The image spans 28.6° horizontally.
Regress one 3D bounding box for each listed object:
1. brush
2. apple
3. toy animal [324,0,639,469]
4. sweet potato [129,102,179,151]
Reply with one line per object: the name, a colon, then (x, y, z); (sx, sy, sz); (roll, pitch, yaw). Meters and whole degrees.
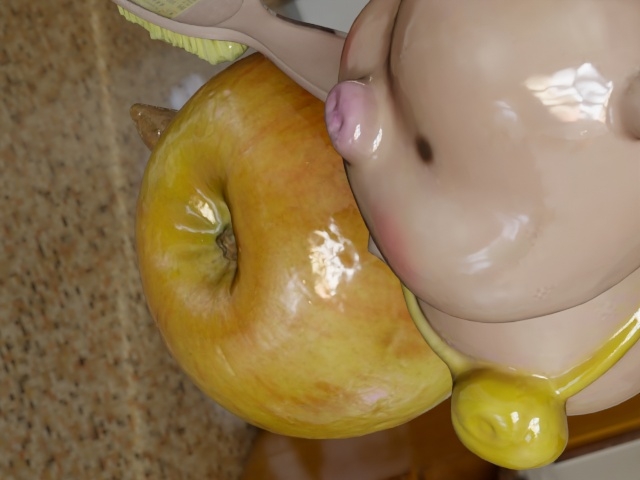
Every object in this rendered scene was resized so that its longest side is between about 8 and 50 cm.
brush: (-0.050, -0.139, 0.863); (0.313, 0.072, 0.067); (31, -23, 41)
apple: (0.000, 0.000, 0.893); (0.233, 0.286, 0.286); (8, 59, -43)
toy animal: (0.085, -0.015, 0.480); (0.248, 0.149, 0.165); (78, -8, -59)
sweet potato: (-0.077, -0.056, 1.116); (0.218, 0.065, 0.051); (31, 59, -10)
